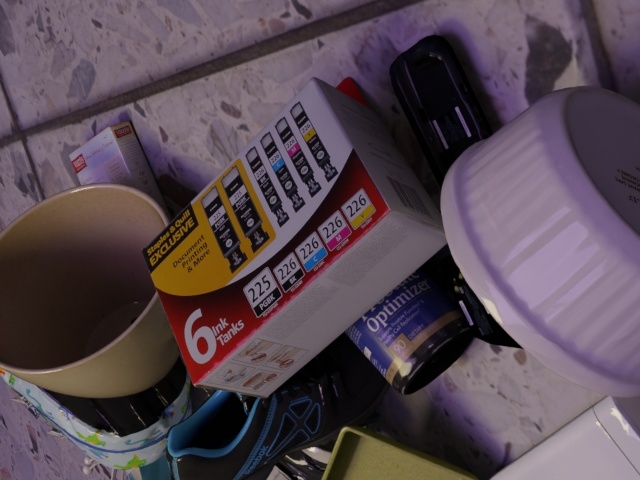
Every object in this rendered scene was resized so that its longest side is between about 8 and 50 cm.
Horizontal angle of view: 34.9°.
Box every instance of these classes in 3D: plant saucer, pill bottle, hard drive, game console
[{"bbox_3d":[0.094,0.326,1.305,0.188,0.045,0.188,22,121,5],"label":"plant saucer"},{"bbox_3d":[0.072,0.069,1.234,0.219,0.123,0.123,47,140,22],"label":"pill bottle"},{"bbox_3d":[0.309,0.335,1.161,0.233,0.047,0.353,54,142,15],"label":"hard drive"},{"bbox_3d":[0.185,-0.053,1.096,0.213,0.044,0.361,-26,90,52],"label":"game console"}]

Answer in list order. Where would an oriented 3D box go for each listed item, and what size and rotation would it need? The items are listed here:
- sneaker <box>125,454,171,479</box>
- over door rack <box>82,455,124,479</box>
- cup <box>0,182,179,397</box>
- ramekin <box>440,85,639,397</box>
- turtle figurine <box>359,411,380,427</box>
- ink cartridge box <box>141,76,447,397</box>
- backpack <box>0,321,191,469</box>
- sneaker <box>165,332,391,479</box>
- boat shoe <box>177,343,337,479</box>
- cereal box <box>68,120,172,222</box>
[{"bbox_3d":[-0.346,0.447,2.006,0.092,0.087,0.229,48,138,41],"label":"sneaker"},{"bbox_3d":[-0.438,0.562,2.053,0.239,0.108,0.324,-95,1,-65],"label":"over door rack"},{"bbox_3d":[-0.335,0.111,1.571,0.331,0.331,0.237,34,161,35],"label":"cup"},{"bbox_3d":[0.246,-0.013,0.871,0.273,0.273,0.127,53,129,15],"label":"ramekin"},{"bbox_3d":[0.042,0.355,1.451,0.175,0.118,0.234,39,131,30],"label":"turtle figurine"},{"bbox_3d":[-0.049,-0.020,1.173,0.309,0.130,0.272,-43,54,21],"label":"ink cartridge box"},{"bbox_3d":[-0.379,0.231,1.781,0.355,0.290,0.273,26,138,31],"label":"backpack"},{"bbox_3d":[-0.040,0.198,1.269,0.125,0.341,0.140,43,165,33],"label":"sneaker"},{"bbox_3d":[-0.091,0.240,1.435,0.340,0.127,0.113,30,118,29],"label":"boat shoe"},{"bbox_3d":[-0.325,-0.063,1.707,0.173,0.047,0.240,-18,95,52],"label":"cereal box"}]
